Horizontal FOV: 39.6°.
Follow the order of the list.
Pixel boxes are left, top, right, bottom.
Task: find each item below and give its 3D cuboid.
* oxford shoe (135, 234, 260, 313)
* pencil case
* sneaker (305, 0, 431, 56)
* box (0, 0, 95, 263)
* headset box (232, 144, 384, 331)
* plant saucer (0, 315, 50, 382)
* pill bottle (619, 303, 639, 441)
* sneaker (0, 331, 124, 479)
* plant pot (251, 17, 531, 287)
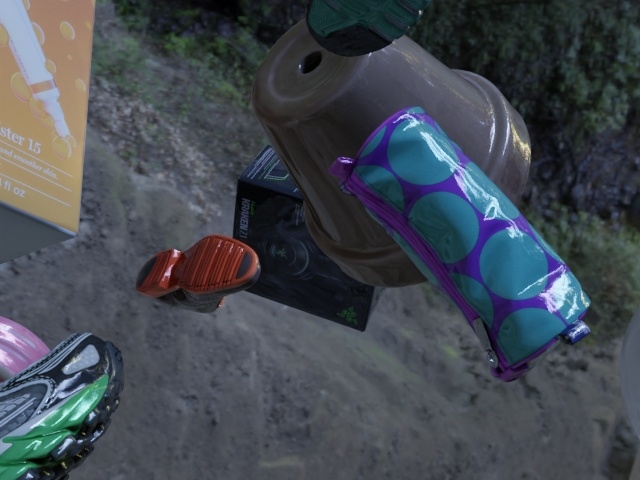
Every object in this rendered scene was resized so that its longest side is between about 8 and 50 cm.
[{"bbox_3d":[-0.168,0.058,1.355,0.098,0.271,0.097,39,62,-33],"label":"oxford shoe"},{"bbox_3d":[0.076,0.002,0.480,0.070,0.151,0.064,-34,169,-33],"label":"pencil case"},{"bbox_3d":[0.075,-0.235,0.698,0.083,0.224,0.098,41,46,-9],"label":"sneaker"},{"bbox_3d":[-0.367,-0.172,0.894,0.215,0.168,0.345,30,51,-51],"label":"box"},{"bbox_3d":[0.000,0.000,1.557,0.131,0.283,0.246,-58,162,-50],"label":"headset box"},{"bbox_3d":[-0.605,0.283,1.509,0.332,0.084,0.332,-3,109,-8],"label":"plant saucer"},{"bbox_3d":[0.327,0.106,0.652,0.323,0.181,0.181,23,84,-60],"label":"pill bottle"},{"bbox_3d":[-0.270,0.127,0.475,0.343,0.134,0.146,-23,80,-14],"label":"sneaker"},{"bbox_3d":[0.054,-0.114,0.925,0.229,0.263,0.263,42,68,-42],"label":"plant pot"}]
